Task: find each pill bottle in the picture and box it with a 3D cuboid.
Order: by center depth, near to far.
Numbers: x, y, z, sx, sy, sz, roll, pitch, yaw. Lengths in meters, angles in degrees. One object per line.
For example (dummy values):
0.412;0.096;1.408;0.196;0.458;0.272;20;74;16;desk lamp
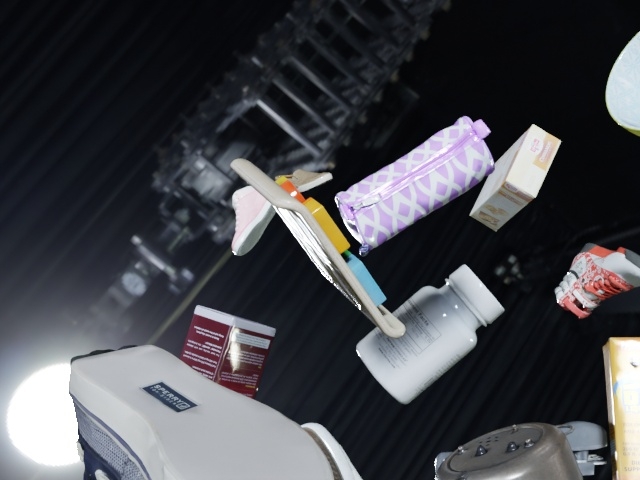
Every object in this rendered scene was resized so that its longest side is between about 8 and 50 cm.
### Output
0.184;0.151;1.523;0.131;0.229;0.131;48;5;-5;pill bottle

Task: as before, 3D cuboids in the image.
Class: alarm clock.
0.184;0.210;0.869;0.129;0.192;0.064;-21;-91;44;alarm clock

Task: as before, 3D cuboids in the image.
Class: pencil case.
0.113;-0.071;1.128;0.086;0.206;0.088;55;-4;28;pencil case

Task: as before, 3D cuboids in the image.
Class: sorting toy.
0.000;0.000;0.991;0.208;0.038;0.193;50;-4;-26;sorting toy

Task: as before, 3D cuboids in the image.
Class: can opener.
0.327;0.340;1.490;0.283;0.095;0.076;1;-4;-12;can opener

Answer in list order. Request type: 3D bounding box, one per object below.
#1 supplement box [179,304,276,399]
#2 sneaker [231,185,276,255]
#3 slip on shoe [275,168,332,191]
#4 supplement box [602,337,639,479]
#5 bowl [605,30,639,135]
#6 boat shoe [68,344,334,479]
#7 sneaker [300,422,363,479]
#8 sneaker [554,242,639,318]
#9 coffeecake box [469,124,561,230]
-0.156;0.225;1.341;0.073;0.239;0.130;14;-7;28;supplement box
-0.126;-0.037;1.519;0.070;0.134;0.051;23;-31;15;sneaker
-0.034;-0.112;1.706;0.135;0.051;0.041;-13;-83;50;slip on shoe
0.479;0.266;1.403;0.078;0.233;0.080;-3;-19;11;supplement box
0.698;-0.288;1.713;0.156;0.289;0.289;32;-15;-29;bowl
-0.106;0.212;0.768;0.340;0.127;0.158;24;-63;52;boat shoe
0.042;0.406;1.410;0.106;0.123;0.290;-26;-93;28;sneaker
0.541;0.089;1.762;0.090;0.145;0.270;35;-1;-9;sneaker
0.382;-0.121;1.821;0.068;0.142;0.185;30;-23;-1;coffeecake box
